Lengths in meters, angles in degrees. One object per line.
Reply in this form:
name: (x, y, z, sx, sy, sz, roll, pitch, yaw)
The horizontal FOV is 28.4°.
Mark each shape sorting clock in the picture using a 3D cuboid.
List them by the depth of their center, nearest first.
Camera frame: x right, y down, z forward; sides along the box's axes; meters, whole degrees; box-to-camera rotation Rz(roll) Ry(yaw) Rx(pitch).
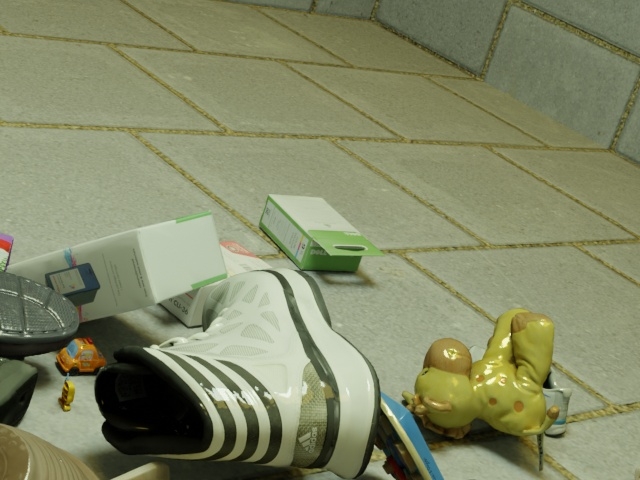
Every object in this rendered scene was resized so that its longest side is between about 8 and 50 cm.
shape sorting clock: (0.085, 0.233, 1.342, 0.040, 0.206, 0.206, -30, 38, -12)

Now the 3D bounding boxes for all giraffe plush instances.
giraffe plush: (0.195, 0.186, 1.607, 0.170, 0.181, 0.210, 4, 57, -8)

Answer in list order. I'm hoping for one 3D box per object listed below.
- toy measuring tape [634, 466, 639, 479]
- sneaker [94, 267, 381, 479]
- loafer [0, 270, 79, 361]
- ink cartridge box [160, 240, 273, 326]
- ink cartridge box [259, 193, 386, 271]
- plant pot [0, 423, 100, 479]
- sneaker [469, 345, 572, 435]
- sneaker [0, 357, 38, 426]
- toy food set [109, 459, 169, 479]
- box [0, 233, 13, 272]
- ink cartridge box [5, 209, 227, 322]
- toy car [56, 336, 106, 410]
toy measuring tape: (0.490, 0.335, 1.490, 0.121, 0.121, 0.330, 8, 23, -25)
sneaker: (-0.126, 0.120, 1.387, 0.257, 0.169, 0.447, 7, 11, -21)
loafer: (-0.420, 0.090, 1.374, 0.302, 0.095, 0.109, 8, 39, -28)
ink cartridge box: (-0.161, 0.058, 1.715, 0.198, 0.067, 0.115, -3, 29, -47)
ink cartridge box: (0.000, 0.000, 2.001, 0.109, 0.062, 0.209, 3, 26, -35)
plant pot: (-0.287, 0.224, 1.019, 0.237, 0.109, 0.237, 0, 37, 0)
sneaker: (0.279, 0.185, 1.741, 0.071, 0.083, 0.191, -3, 28, -40)
sneaker: (-0.381, 0.161, 1.247, 0.130, 0.087, 0.227, 18, 17, 6)
toy food set: (-0.097, 0.305, 1.102, 0.306, 0.092, 0.220, 28, 23, 26)
box: (-0.525, 0.026, 1.504, 0.293, 0.057, 0.201, 14, 22, -12)
ink cartridge box: (-0.244, 0.038, 1.517, 0.212, 0.093, 0.154, -12, 4, 30)
toy car: (-0.266, 0.148, 1.435, 0.060, 0.040, 0.122, 11, 21, -19)
